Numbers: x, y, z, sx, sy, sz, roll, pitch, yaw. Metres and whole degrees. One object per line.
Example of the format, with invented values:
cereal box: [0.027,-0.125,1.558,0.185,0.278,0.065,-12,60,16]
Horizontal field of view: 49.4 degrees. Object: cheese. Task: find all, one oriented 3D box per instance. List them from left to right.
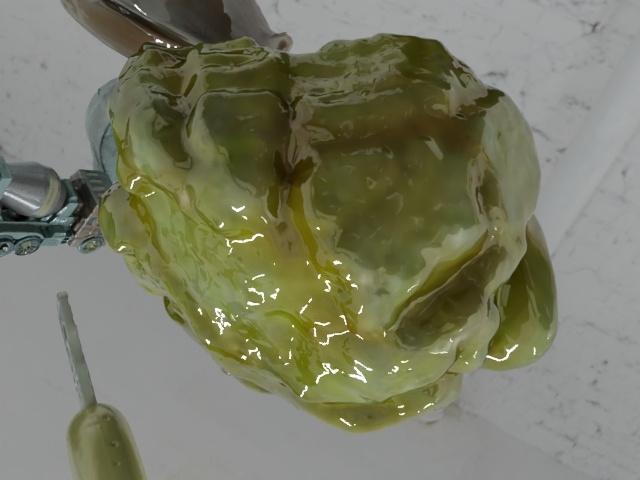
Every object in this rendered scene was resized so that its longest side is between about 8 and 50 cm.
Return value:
cheese: [-0.183,0.161,0.571,0.050,0.127,0.255,-12,-115,-25]

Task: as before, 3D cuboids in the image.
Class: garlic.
garlic: [-0.165,-0.246,0.697,0.325,0.279,0.132,40,-106,-2]

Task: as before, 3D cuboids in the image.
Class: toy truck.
toy truck: [-0.416,-0.058,1.049,0.256,0.140,0.108,1,-129,-54]

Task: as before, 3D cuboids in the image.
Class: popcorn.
popcorn: [-0.012,-0.001,0.513,0.293,0.292,0.334,3,-177,-23]

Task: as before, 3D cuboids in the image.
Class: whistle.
whistle: [-0.247,-0.216,1.249,0.404,0.188,0.168,-28,-144,-11]
